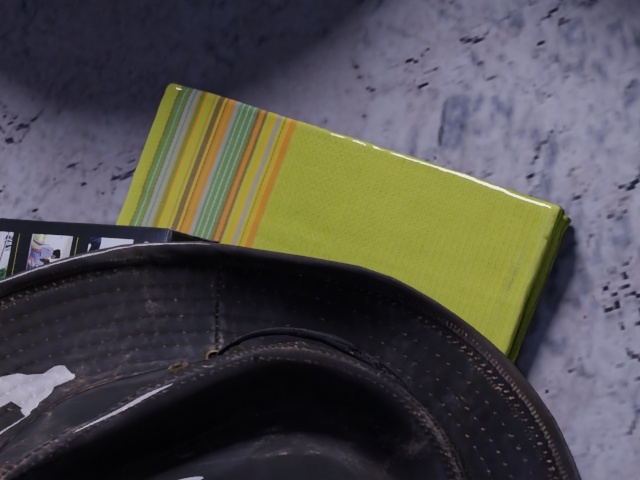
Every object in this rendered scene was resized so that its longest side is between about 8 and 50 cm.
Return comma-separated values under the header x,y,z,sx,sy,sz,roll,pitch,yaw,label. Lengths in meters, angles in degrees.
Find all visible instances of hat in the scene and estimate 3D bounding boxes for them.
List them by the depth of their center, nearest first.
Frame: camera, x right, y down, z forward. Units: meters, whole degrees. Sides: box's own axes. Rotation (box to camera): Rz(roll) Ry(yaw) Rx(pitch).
x,y,z,sx,sy,sz,roll,pitch,yaw,label
-0.042,0.120,0.617,0.331,0.134,0.331,2,68,-5,hat

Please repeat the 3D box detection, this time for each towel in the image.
x,y,z,sx,sy,sz,roll,pitch,yaw,label
0.000,0.000,0.797,0.237,0.021,0.102,20,90,35,towel

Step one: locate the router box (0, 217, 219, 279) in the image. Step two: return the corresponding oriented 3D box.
x,y,z,sx,sy,sz,roll,pitch,yaw,label
-0.125,0.081,0.818,0.133,0.046,0.179,4,82,33,router box
